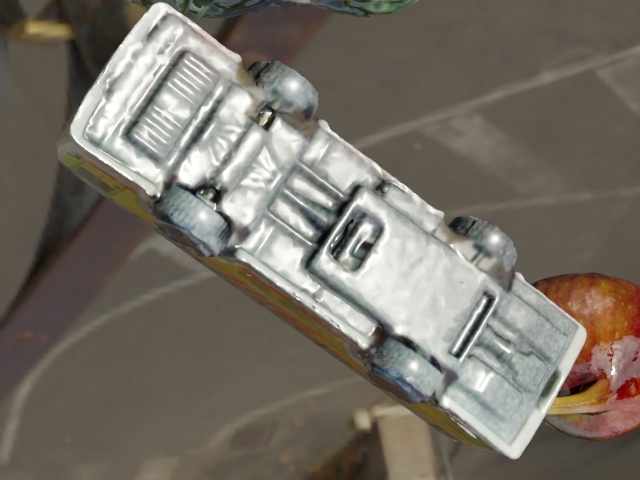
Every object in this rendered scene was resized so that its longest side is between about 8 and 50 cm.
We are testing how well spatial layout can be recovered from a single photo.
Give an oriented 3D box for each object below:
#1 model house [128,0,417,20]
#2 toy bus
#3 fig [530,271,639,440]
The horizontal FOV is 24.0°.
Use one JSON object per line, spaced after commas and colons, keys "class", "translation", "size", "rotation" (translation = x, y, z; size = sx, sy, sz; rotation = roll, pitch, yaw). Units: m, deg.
{"class": "model house", "translation": [-0.077, -0.228, 0.858], "size": [0.321, 0.266, 0.261], "rotation": [6, 111, 16]}
{"class": "toy bus", "translation": [0.000, 0.000, 0.715], "size": [0.268, 0.092, 0.106], "rotation": [36, 166, -17]}
{"class": "fig", "translation": [0.258, 0.125, 1.444], "size": [0.175, 0.207, 0.175], "rotation": [0, 112, 1]}
